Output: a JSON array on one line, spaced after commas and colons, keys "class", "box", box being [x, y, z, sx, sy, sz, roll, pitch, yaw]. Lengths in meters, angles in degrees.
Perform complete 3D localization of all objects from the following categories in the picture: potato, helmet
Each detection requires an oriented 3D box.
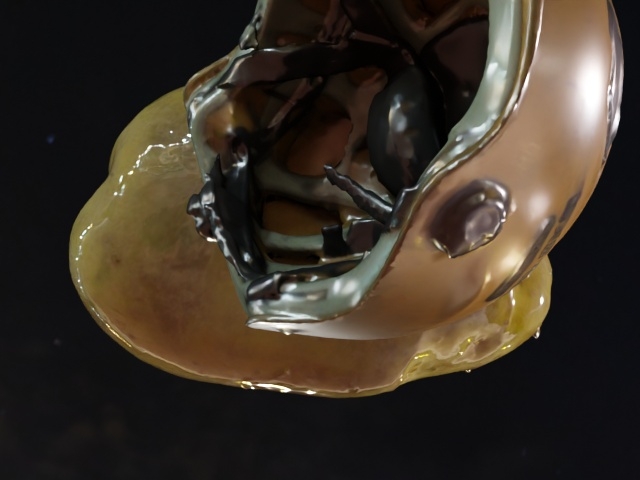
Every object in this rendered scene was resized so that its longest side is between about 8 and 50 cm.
[{"class": "potato", "box": [0.000, 0.000, 0.790, 0.296, 0.191, 0.141, 9, -18, -10]}, {"class": "helmet", "box": [0.045, -0.055, 0.549, 0.130, 0.198, 0.224, 16, -52, -38]}]
